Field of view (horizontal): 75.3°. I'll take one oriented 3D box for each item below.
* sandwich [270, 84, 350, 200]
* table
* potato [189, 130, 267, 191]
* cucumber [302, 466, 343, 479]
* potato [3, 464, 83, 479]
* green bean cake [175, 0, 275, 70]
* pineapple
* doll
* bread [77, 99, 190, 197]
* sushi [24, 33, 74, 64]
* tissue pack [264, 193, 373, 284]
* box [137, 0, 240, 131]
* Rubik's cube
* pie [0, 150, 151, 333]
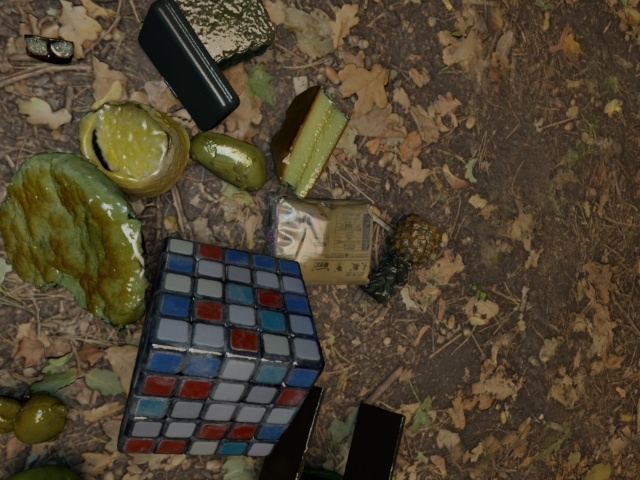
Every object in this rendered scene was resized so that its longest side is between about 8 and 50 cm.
[{"bbox_3d":[-0.040,-0.214,0.944,0.122,0.128,0.235,33,77,-26],"label":"sandwich"},{"bbox_3d":[0.020,0.508,0.979,0.251,0.196,0.282,25,69,-21],"label":"table"},{"bbox_3d":[-0.202,-0.179,0.917,0.188,0.085,0.105,21,109,-18],"label":"potato"},{"bbox_3d":[-0.029,0.614,1.070,0.250,0.056,0.056,19,88,-24],"label":"cucumber"},{"bbox_3d":[-0.553,0.587,0.789,0.216,0.216,0.304,4,89,-21],"label":"potato"},{"bbox_3d":[-0.210,-0.461,0.878,0.181,0.094,0.173,-32,105,-16],"label":"green bean cake"},{"bbox_3d":[0.205,0.053,1.079,0.128,0.128,0.248,37,88,-20],"label":"pineapple"},{"bbox_3d":[-0.604,0.328,0.812,0.210,0.097,0.137,23,125,-14],"label":"doll"},{"bbox_3d":[-0.357,-0.183,0.807,0.197,0.170,0.197,0,90,-10],"label":"bread"},{"bbox_3d":[-0.523,-0.368,0.804,0.083,0.044,0.046,1,116,-19],"label":"sushi"},{"bbox_3d":[0.000,0.000,0.988,0.257,0.123,0.215,2,96,-20],"label":"tissue pack"},{"bbox_3d":[-0.266,-0.342,0.834,0.050,0.160,0.230,-44,109,-28],"label":"box"},{"bbox_3d":[-0.194,0.203,0.797,0.293,0.287,0.292,15,120,-23],"label":"Rubik's cube"},{"bbox_3d":[-0.436,-0.006,0.727,0.078,0.371,0.296,-28,136,-58],"label":"pie"}]
